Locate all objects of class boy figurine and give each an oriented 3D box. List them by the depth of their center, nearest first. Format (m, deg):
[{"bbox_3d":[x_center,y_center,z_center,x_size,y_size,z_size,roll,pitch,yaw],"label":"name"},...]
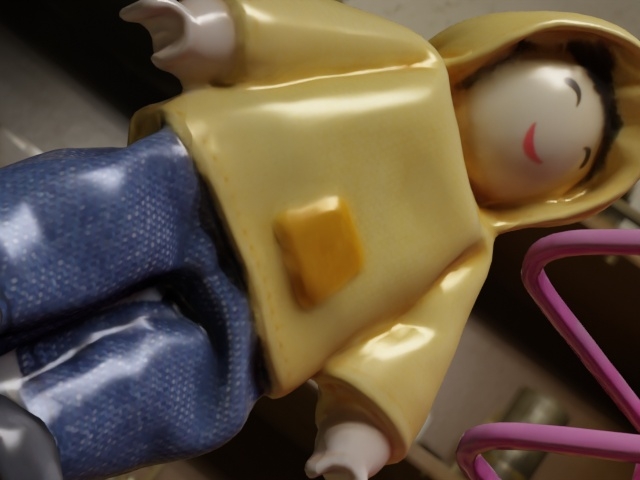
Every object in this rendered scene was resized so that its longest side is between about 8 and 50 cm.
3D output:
[{"bbox_3d":[0.000,0.000,0.461,0.092,0.285,0.177,0,-71,56],"label":"boy figurine"}]

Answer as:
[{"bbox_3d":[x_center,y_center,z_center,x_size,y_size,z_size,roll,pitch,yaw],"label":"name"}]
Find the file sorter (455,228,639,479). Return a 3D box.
[{"bbox_3d":[0.124,0.158,0.375,0.202,0.291,0.182,2,-30,36],"label":"file sorter"}]
